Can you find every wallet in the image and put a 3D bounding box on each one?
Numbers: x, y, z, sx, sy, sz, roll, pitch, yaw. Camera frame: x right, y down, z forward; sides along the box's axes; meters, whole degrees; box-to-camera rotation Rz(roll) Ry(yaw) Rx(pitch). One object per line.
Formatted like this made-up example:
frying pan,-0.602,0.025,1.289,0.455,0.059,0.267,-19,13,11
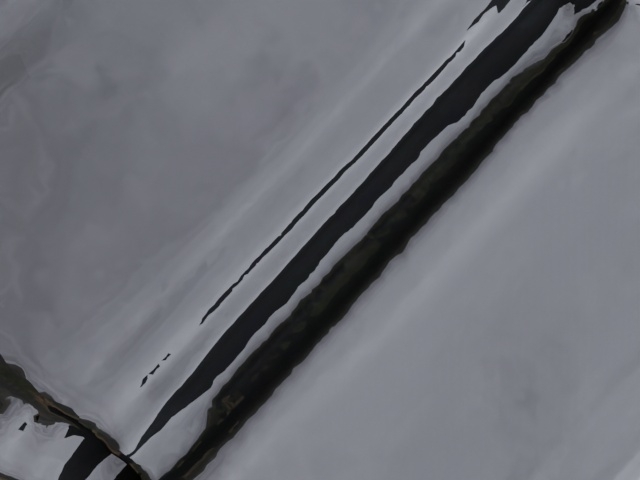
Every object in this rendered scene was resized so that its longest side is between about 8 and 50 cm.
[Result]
wallet,0.000,0.000,0.512,0.323,0.247,0.041,42,2,-28
